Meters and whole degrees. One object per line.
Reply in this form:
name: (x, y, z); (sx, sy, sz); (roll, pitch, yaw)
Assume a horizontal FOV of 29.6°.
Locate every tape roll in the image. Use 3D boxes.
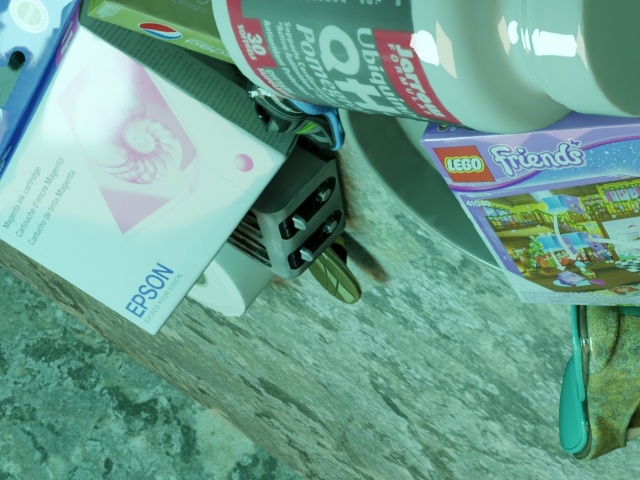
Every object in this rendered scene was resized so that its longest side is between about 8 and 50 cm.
tape roll: (-0.191, -0.016, 1.746); (0.286, 0.100, 0.286); (33, 160, 14)

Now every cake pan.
cake pan: (0.147, -0.070, 1.081); (0.293, 0.054, 0.293); (34, 161, 14)

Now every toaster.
toaster: (-0.072, -0.062, 1.410); (0.186, 0.110, 0.168); (31, 159, 20)

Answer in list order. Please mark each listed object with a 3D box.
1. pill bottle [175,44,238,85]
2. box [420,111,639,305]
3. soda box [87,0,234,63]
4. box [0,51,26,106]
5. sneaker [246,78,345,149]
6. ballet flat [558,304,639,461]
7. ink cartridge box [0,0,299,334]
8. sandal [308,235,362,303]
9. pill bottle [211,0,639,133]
pill bottle: (-0.186, -0.149, 1.328); (0.184, 0.103, 0.103); (-20, 124, 36)
box: (0.244, -0.032, 0.881); (0.293, 0.057, 0.201); (0, 140, 39)
soda box: (-0.114, -0.211, 1.106); (0.181, 0.061, 0.058); (16, 171, -25)
box: (-0.372, -0.193, 1.567); (0.087, 0.169, 0.290); (19, 152, 45)
sneaker: (-0.020, -0.131, 1.149); (0.078, 0.067, 0.188); (0, 172, 16)
ballet flat: (0.304, 0.145, 1.224); (0.123, 0.123, 0.348); (31, 161, 21)
ink cartridge box: (-0.238, -0.088, 1.275); (0.330, 0.071, 0.324); (32, 131, -8)
sandal: (0.000, 0.000, 1.527); (0.180, 0.049, 0.072); (53, 155, 2)
pill bottle: (0.085, -0.163, 0.793); (0.319, 0.176, 0.176); (16, 151, 48)
